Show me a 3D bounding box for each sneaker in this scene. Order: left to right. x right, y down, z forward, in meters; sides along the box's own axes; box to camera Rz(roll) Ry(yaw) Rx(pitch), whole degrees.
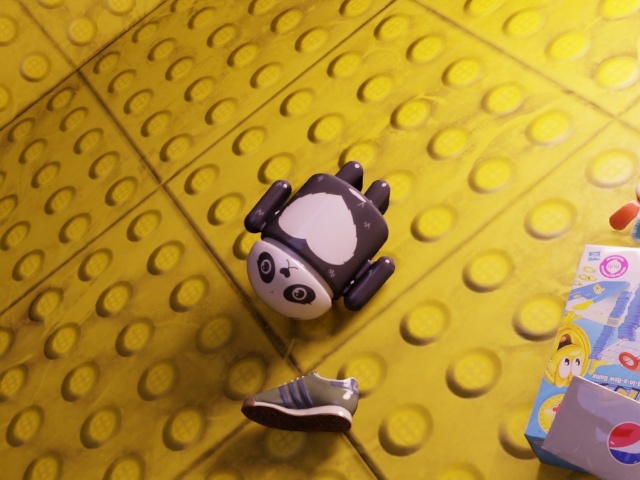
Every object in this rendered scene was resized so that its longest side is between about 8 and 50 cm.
[{"bbox_3d":[-0.024,0.242,1.421,0.192,0.064,0.086,-2,45,31],"label":"sneaker"}]

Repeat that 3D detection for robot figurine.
[{"bbox_3d":[0.001,0.000,1.526,0.278,0.173,0.209,-49,37,-15],"label":"robot figurine"}]

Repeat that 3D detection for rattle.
[{"bbox_3d":[0.507,-0.097,1.327,0.199,0.143,0.130,-22,63,6],"label":"rattle"}]

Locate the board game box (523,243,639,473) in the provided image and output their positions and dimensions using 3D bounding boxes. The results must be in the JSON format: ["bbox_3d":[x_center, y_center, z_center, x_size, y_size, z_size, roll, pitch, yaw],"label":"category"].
[{"bbox_3d":[0.452,0.160,1.170,0.308,0.086,0.302,5,56,35],"label":"board game box"}]

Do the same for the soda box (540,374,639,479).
[{"bbox_3d":[0.395,0.250,1.003,0.286,0.091,0.098,21,84,38],"label":"soda box"}]
